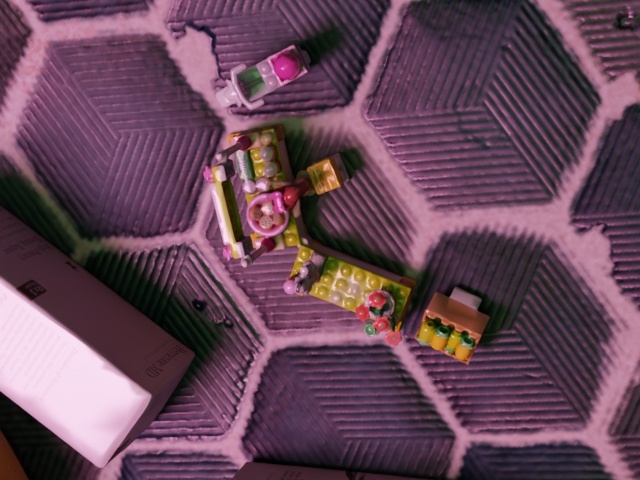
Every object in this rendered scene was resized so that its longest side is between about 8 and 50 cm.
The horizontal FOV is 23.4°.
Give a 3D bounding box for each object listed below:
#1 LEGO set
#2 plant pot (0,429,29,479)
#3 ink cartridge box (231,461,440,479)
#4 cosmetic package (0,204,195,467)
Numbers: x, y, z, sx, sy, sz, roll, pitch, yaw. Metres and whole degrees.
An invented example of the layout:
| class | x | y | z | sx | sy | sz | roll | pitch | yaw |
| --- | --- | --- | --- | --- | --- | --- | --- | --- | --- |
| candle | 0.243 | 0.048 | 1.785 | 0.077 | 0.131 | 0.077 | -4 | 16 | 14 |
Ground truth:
| class | x | y | z | sx | sy | sz | roll | pitch | yaw |
| --- | --- | --- | --- | --- | --- | --- | --- | --- | --- |
| LEGO set | 0.000 | 0.000 | 1.160 | 0.132 | 0.107 | 0.287 | -34 | 92 | 18 |
| plant pot | -0.376 | 0.197 | 1.255 | 0.212 | 0.212 | 0.187 | -20 | 83 | 17 |
| ink cartridge box | 0.037 | 0.278 | 1.215 | 0.237 | 0.100 | 0.172 | 4 | 103 | 12 |
| cosmetic package | -0.223 | 0.066 | 1.225 | 0.231 | 0.117 | 0.085 | 35 | 107 | 3 |
